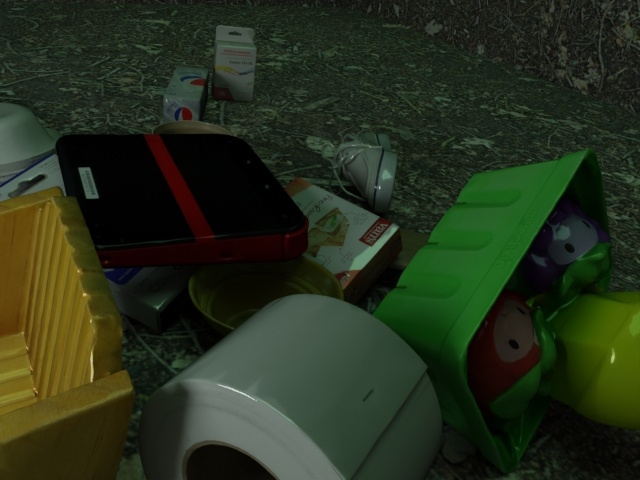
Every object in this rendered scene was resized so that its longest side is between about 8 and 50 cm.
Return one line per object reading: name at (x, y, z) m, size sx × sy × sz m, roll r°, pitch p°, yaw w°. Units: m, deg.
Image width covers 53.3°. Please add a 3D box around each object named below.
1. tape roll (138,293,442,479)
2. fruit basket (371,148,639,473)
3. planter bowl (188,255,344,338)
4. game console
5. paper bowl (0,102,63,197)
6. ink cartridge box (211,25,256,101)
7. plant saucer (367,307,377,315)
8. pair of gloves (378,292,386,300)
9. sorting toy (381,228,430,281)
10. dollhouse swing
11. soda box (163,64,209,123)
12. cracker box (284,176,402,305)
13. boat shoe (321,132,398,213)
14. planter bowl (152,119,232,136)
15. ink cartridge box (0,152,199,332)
tape roll at (-0.027, 0.195, 0.610) m, size 0.246 × 0.246 × 0.169 m, roll 22°, pitch 32°, yaw 23°
fruit basket at (0.305, 0.100, 0.779) m, size 0.392 × 0.282 × 0.392 m, roll -18°, pitch 38°, yaw 15°
planter bowl at (-0.079, 0.103, 0.912) m, size 0.217 × 0.090 × 0.217 m, roll 6°, pitch 30°, yaw -4°
game console at (-0.227, -0.076, 1.026) m, size 0.342 × 0.060 × 0.386 m, roll -6°, pitch 33°, yaw -25°
paper bowl at (-0.602, -0.154, 1.129) m, size 0.285 × 0.148 × 0.284 m, roll 0°, pitch 26°, yaw 0°
ink cartridge box at (-0.248, -0.506, 1.828) m, size 0.115 × 0.198 × 0.067 m, roll -1°, pitch 31°, yaw -16°
plant saucer at (0.150, 0.156, 0.956) m, size 0.067 × 0.018 × 0.192 m, roll -19°, pitch 39°, yaw -40°
pair of gloves at (0.135, 0.106, 1.023) m, size 0.083 × 0.010 × 0.074 m, roll 12°, pitch 16°, yaw -46°
sorting toy at (0.124, 0.024, 1.141) m, size 0.275 × 0.046 × 0.132 m, roll 13°, pitch 29°, yaw 23°
dollhouse swing at (-0.385, 0.137, 0.587) m, size 0.305 × 0.315 × 0.347 m, roll 2°, pitch 31°, yaw -32°
soda box at (-0.349, -0.374, 1.672) m, size 0.091 × 0.098 × 0.286 m, roll 5°, pitch 29°, yaw -7°
cracker box at (0.000, 0.000, 1.079) m, size 0.232 × 0.067 × 0.155 m, roll 28°, pitch 62°, yaw 30°
boat shoe at (0.076, -0.167, 1.387) m, size 0.157 × 0.135 × 0.367 m, roll 8°, pitch 26°, yaw -3°
planter bowl at (-0.265, -0.170, 1.323) m, size 0.162 × 0.109 × 0.162 m, roll 6°, pitch 30°, yaw -4°
ink cartridge box at (-0.342, -0.009, 0.997) m, size 0.371 × 0.069 × 0.175 m, roll 27°, pitch 47°, yaw 15°
